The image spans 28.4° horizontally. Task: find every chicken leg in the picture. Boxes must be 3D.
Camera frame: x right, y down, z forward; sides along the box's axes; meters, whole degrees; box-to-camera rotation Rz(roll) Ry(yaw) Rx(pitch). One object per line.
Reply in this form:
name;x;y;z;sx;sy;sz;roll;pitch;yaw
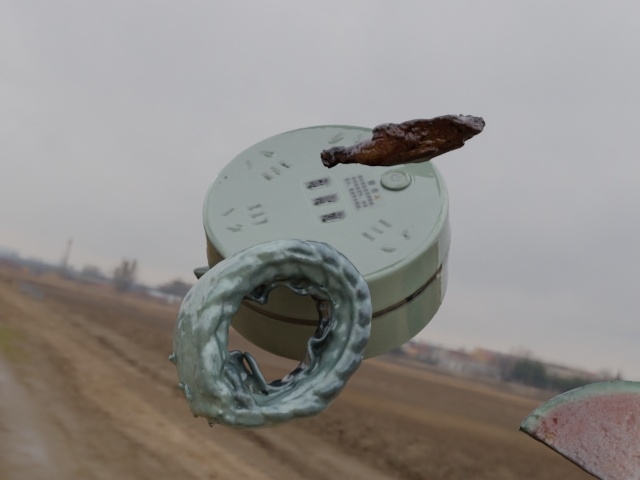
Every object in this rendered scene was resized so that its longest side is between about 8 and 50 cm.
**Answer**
chicken leg;0.095;-0.117;1.505;0.205;0.053;0.093;-7;7;9

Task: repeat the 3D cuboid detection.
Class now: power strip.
power strip;0.000;0.000;1.735;0.357;0.357;0.161;11;-44;16

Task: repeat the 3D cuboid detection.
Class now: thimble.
thimble;-0.062;0.110;1.468;0.205;0.250;0.172;45;-12;-9

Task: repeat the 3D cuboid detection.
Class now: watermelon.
watermelon;0.396;0.267;1.808;0.207;0.136;0.202;3;7;-12
